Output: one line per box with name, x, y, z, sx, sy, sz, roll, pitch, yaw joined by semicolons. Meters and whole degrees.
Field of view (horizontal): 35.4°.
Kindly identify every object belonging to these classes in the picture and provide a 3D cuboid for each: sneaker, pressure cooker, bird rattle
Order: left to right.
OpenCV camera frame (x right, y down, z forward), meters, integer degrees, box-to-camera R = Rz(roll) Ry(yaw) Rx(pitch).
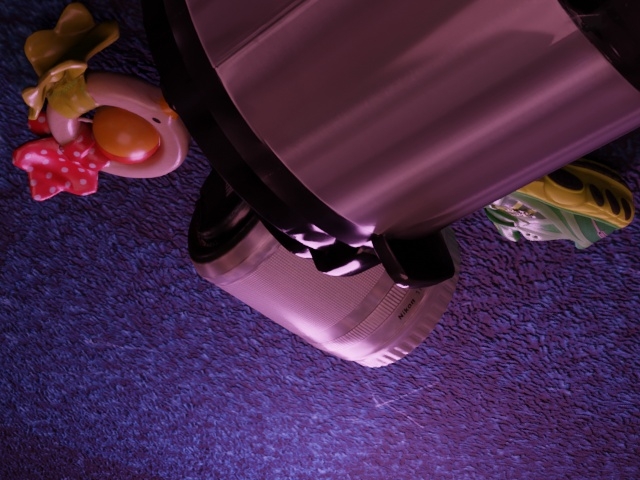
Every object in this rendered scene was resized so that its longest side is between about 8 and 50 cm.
bird rattle;-0.251;-0.124;1.139;0.206;0.143;0.253;14;139;0
pressure cooker;0.058;-0.195;0.835;0.420;0.370;0.375;-30;122;32
sneaker;0.217;-0.055;1.158;0.295;0.109;0.123;21;134;-13

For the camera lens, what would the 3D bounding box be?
camera lens;0.000;0.000;1.176;0.274;0.219;0.219;35;133;-26
